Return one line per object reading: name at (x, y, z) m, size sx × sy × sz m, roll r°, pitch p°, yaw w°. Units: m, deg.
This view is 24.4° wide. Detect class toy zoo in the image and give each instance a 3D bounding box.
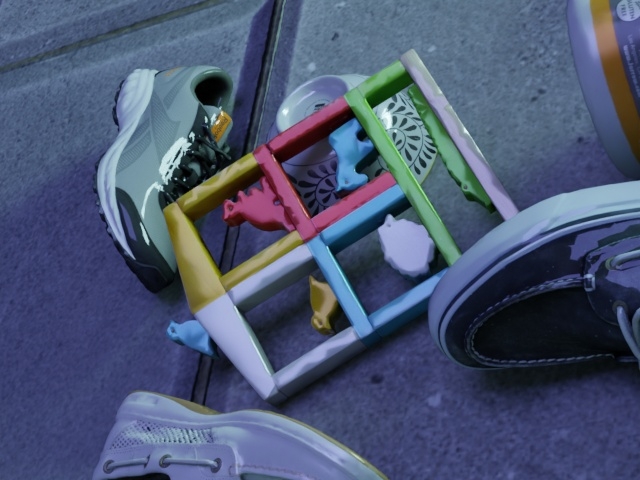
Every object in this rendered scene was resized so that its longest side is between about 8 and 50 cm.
toy zoo at (0.000, 0.000, 1.191) m, size 0.293 × 0.030 × 0.192 m, roll -32°, pitch 67°, yaw 5°

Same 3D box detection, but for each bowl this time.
bowl at (0.010, -0.091, 1.291) m, size 0.170 × 0.080 × 0.170 m, roll -20°, pitch 43°, yaw 19°

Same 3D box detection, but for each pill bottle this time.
pill bottle at (0.332, -0.153, 1.066) m, size 0.278 × 0.162 × 0.162 m, roll -16°, pitch 45°, yaw 21°

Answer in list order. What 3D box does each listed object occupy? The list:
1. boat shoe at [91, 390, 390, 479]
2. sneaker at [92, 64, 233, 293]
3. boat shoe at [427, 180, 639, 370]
boat shoe at (-0.065, 0.181, 1.083) m, size 0.277 × 0.098 × 0.096 m, roll 1°, pitch 53°, yaw 47°
sneaker at (-0.137, -0.070, 1.361) m, size 0.108 × 0.100 × 0.272 m, roll -13°, pitch 46°, yaw 17°
boat shoe at (0.231, 0.030, 0.994) m, size 0.335 × 0.121 × 0.119 m, roll -20°, pitch 39°, yaw 15°
